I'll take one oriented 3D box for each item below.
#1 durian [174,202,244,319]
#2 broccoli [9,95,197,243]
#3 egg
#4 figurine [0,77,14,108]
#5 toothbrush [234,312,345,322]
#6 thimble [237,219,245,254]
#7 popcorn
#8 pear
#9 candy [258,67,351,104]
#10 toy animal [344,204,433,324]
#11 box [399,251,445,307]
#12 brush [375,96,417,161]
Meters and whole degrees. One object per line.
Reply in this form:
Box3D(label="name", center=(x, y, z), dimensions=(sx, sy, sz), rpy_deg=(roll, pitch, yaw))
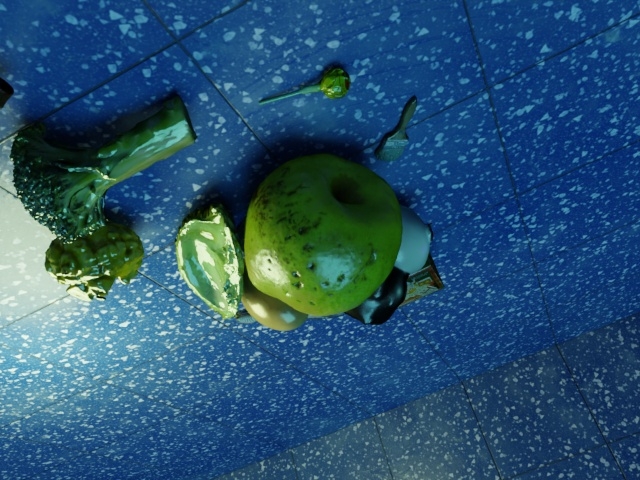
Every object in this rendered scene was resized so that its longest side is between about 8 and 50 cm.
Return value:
Box3D(label="durian", center=(-0.268, 0.046, 1.500), dimensions=(0.163, 0.198, 0.394), rpy_deg=(-4, 142, -18))
Box3D(label="broccoli", center=(-0.414, -0.155, 1.159), dimensions=(0.361, 0.221, 0.252), rpy_deg=(-40, 148, 14))
Box3D(label="egg", center=(-0.119, 0.137, 1.669), dimensions=(0.201, 0.244, 0.201), rpy_deg=(-21, 143, -16))
Box3D(label="figurine", center=(-0.670, -0.141, 1.023), dimensions=(0.281, 0.167, 0.370), rpy_deg=(39, 97, -25))
Box3D(label="toothbrush", center=(-0.087, 0.247, 2.023), dimensions=(0.414, 0.042, 0.035), rpy_deg=(1, 105, -27))
Box3D(label="thimble", center=(-0.153, 0.000, 1.580), dimensions=(0.115, 0.090, 0.102), rpy_deg=(1, 142, -29))
Box3D(label="popcorn", center=(-0.516, 0.044, 1.409), dimensions=(0.218, 0.169, 0.189), rpy_deg=(-6, 144, -5))
Box3D(label="pear", center=(0.000, 0.000, 1.409), dimensions=(0.392, 0.390, 0.391), rpy_deg=(-12, 146, -8))
Box3D(label="candy", center=(-0.033, -0.304, 1.239), dimensions=(0.194, 0.062, 0.058), rpy_deg=(-12, -168, 8))
Box3D(label="toy animal", center=(0.163, 0.051, 1.645), dimensions=(0.251, 0.251, 0.309), rpy_deg=(13, 109, -38))
Box3D(label="box", center=(0.250, 0.098, 1.855), dimensions=(0.195, 0.148, 0.177), rpy_deg=(-25, 145, 12))
Box3D(label="brush", center=(0.186, -0.259, 1.422), dimensions=(0.070, 0.021, 0.196), rpy_deg=(-2, 142, -20))
